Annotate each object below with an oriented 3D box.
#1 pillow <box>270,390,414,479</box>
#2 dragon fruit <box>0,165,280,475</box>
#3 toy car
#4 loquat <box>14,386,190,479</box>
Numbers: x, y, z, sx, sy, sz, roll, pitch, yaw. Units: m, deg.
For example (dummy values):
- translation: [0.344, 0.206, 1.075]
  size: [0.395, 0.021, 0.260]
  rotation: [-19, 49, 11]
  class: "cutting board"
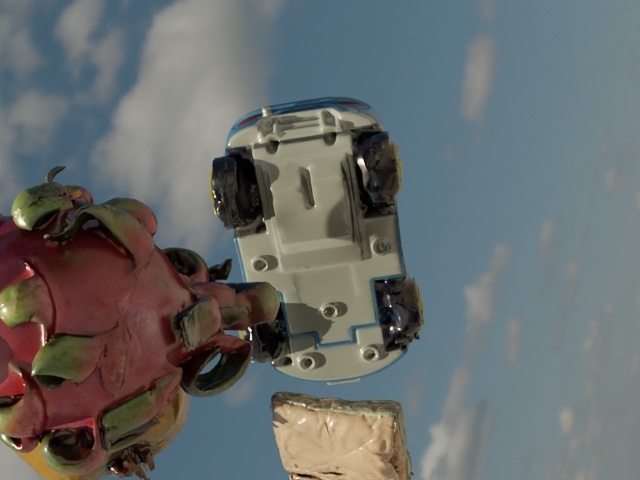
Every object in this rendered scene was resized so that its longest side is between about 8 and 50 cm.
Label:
- translation: [0.026, 0.215, 1.211]
  size: [0.233, 0.126, 0.043]
  rotation: [77, -155, -51]
  class: "pillow"
- translation: [-0.176, 0.066, 0.967]
  size: [0.272, 0.198, 0.218]
  rotation: [32, -145, -48]
  class: "dragon fruit"
- translation: [0.000, 0.000, 1.366]
  size: [0.166, 0.198, 0.314]
  rotation: [-87, -13, -65]
  class: "toy car"
- translation: [-0.207, 0.114, 1.152]
  size: [0.187, 0.234, 0.176]
  rotation: [-27, -4, -13]
  class: "loquat"
